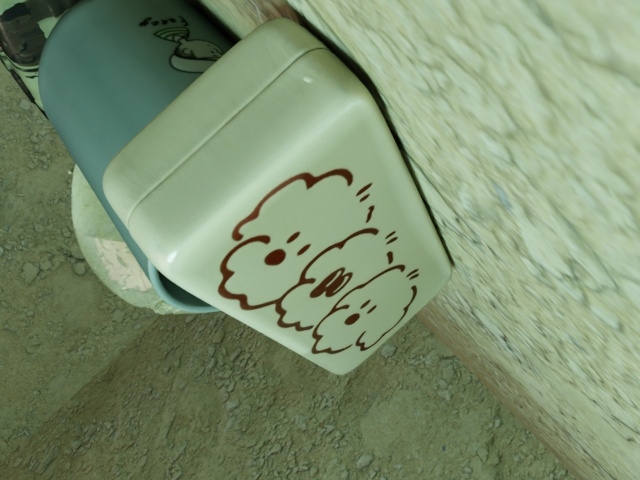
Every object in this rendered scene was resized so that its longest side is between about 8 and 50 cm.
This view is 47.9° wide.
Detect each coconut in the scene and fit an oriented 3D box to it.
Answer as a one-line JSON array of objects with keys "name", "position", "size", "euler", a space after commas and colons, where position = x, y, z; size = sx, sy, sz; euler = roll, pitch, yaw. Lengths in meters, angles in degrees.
[{"name": "coconut", "position": [-0.202, -0.074, 1.075], "size": [0.346, 0.346, 0.360], "euler": [47, 176, -24]}]

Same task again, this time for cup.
[{"name": "cup", "position": [-0.139, -0.106, 0.703], "size": [0.312, 0.205, 0.205], "euler": [48, 180, 31]}]

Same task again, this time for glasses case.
[{"name": "glasses case", "position": [0.000, 0.000, 0.501], "size": [0.076, 0.144, 0.336], "euler": [47, -179, 26]}]

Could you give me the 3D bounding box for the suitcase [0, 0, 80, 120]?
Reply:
[{"name": "suitcase", "position": [-0.346, -0.318, 0.903], "size": [0.351, 0.194, 0.339], "euler": [50, 163, 26]}]
